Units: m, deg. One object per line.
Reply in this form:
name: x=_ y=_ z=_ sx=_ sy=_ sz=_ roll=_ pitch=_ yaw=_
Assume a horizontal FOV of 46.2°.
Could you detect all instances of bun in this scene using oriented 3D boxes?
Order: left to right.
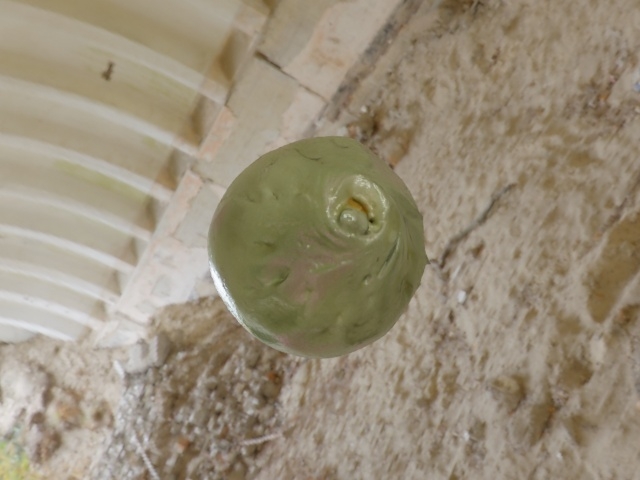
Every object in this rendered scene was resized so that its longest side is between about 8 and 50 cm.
bun: x=0.000 y=0.000 z=0.902 sx=0.179 sy=0.283 sz=0.283 roll=106 pitch=-172 yaw=-77
